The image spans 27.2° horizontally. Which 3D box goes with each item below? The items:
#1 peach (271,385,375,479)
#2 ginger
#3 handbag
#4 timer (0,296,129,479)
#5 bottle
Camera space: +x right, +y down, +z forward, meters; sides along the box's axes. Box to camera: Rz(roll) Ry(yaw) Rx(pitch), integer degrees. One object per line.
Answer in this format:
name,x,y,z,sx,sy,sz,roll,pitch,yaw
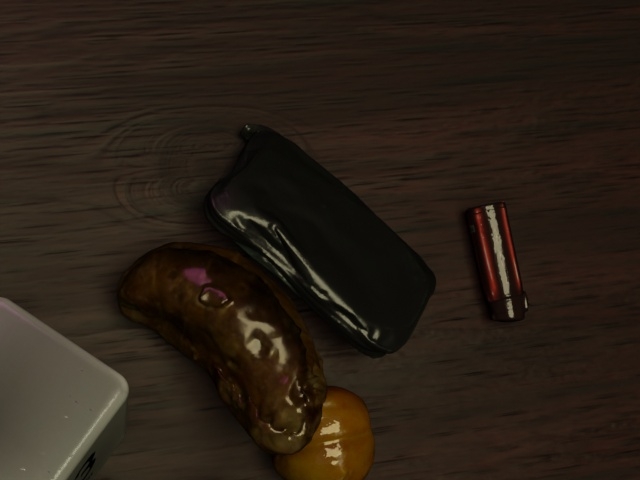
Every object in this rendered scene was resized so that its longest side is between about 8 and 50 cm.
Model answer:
peach,-0.001,0.253,1.666,0.138,0.138,0.138,2,83,-17
ginger,-0.098,0.112,1.609,0.321,0.165,0.172,40,58,21
handbag,-0.002,-0.002,1.703,0.332,0.075,0.191,40,45,-6
timer,-0.345,0.211,1.498,0.194,0.195,0.192,33,66,6
bottle,0.244,0.031,1.806,0.060,0.060,0.164,-10,87,-18
